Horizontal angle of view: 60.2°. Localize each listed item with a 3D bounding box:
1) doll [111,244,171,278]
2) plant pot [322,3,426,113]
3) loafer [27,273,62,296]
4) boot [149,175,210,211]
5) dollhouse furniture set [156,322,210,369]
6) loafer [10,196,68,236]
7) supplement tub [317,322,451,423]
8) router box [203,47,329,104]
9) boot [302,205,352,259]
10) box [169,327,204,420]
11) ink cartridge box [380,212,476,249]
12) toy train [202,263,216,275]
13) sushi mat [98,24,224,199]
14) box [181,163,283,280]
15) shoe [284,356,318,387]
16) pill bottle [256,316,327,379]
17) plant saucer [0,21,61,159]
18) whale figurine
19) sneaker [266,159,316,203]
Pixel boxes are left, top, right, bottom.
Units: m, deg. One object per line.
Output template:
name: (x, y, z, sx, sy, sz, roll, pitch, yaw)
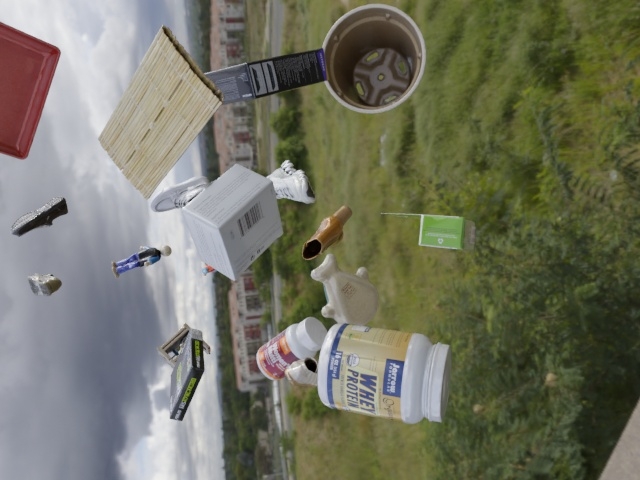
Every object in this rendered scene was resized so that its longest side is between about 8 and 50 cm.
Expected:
doll: (-0.573, 0.057, 1.779, 0.129, 0.188, 0.046, -124, 16, -57)
plant pot: (0.194, -0.579, 1.870, 0.305, 0.333, 0.334, -21, -74, -77)
loafer: (-0.734, 0.118, 1.470, 0.147, 0.050, 0.056, 11, 115, 42)
boot: (-0.554, -0.163, 2.200, 0.123, 0.258, 0.095, 58, 174, 46)
dollhouse furniture set: (-0.474, 0.405, 1.935, 0.129, 0.129, 0.184, 40, 151, 12)
loafer: (-1.020, -0.073, 2.021, 0.080, 0.220, 0.078, 31, 149, 44)
supplement tub: (0.171, 0.346, 1.441, 0.228, 0.315, 0.229, 5, -90, -70)
router box: (-0.172, -0.393, 1.355, 0.308, 0.242, 0.081, 7, 116, 46)
boot: (0.001, 0.000, 2.028, 0.104, 0.211, 0.295, 42, 151, 5)
box: (-0.382, 0.378, 1.574, 0.184, 0.045, 0.191, -62, 23, 18)
ink cartridge box: (0.333, -0.028, 1.700, 0.188, 0.255, 0.097, 4, -89, -63)
toy train: (-0.301, 0.063, 1.755, 0.166, 0.125, 0.046, -11, -105, -61)
sushi mat: (-0.284, -0.202, 0.942, 0.151, 0.019, 0.316, 52, 134, -3)
box: (-0.195, -0.042, 1.265, 0.119, 0.181, 0.182, 28, 147, 27)
shoe: (-0.029, 0.358, 1.506, 0.077, 0.058, 0.219, 49, -174, 19)
pill bottle: (-0.086, 0.333, 1.710, 0.221, 0.121, 0.121, -39, 46, 28)
plant saucer: (-0.710, -0.330, 1.140, 0.047, 0.259, 0.259, 14, 87, 53)
whale figurine: (0.070, 0.166, 1.836, 0.272, 0.216, 0.141, 47, 165, -20)
sneaker: (-0.099, -0.167, 1.753, 0.110, 0.118, 0.292, 67, 170, -24)
